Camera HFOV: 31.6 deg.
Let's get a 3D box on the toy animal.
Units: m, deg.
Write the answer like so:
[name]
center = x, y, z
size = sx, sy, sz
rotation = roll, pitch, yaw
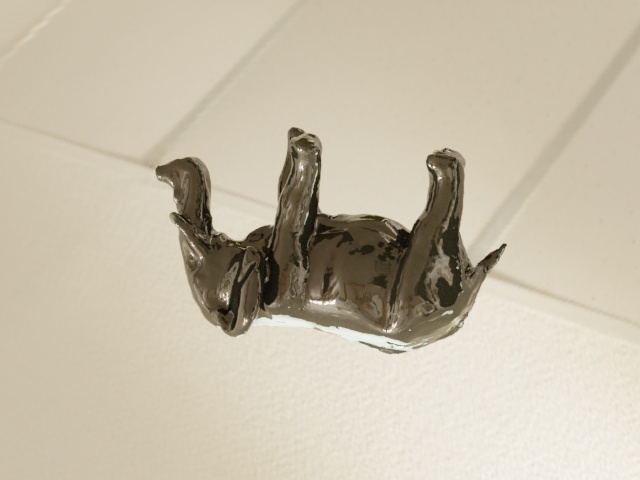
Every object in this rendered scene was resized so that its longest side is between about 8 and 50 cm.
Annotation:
[toy animal]
center = -0.004, 0.000, 0.766
size = 0.245, 0.146, 0.114
rotation = 13, -168, 26
